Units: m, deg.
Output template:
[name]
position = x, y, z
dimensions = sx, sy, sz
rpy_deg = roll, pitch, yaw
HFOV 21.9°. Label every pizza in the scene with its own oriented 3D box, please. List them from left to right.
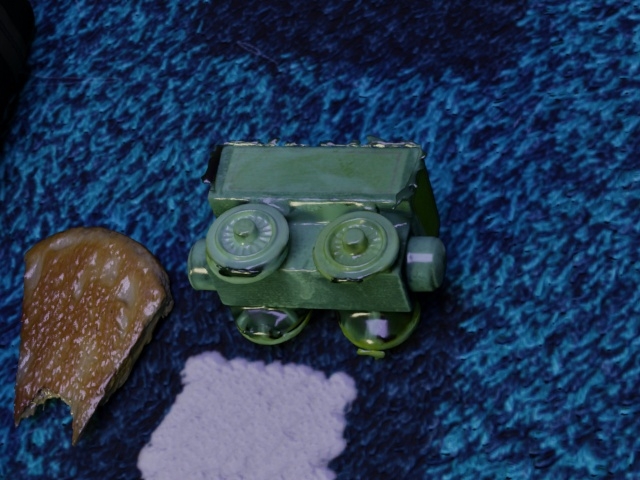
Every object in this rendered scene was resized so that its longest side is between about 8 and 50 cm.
[pizza]
position = -0.251, 0.101, 1.778
dimensions = 0.181, 0.034, 0.262
rpy_deg = -2, 62, 16

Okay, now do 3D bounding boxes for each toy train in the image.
[toy train]
position = 0.000, 0.000, 1.694
dimensions = 0.272, 0.159, 0.188
rpy_deg = 1, 53, 17

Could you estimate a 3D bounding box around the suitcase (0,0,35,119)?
[suitcase]
position = -0.484, -0.173, 1.855
dimensions = 0.194, 0.283, 0.433
rpy_deg = 3, 63, 22
